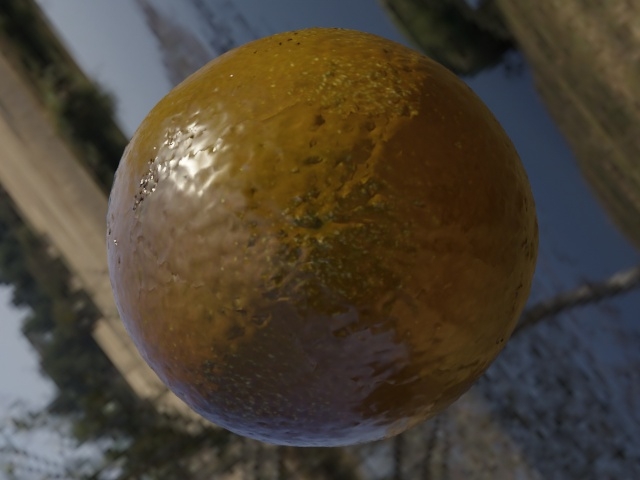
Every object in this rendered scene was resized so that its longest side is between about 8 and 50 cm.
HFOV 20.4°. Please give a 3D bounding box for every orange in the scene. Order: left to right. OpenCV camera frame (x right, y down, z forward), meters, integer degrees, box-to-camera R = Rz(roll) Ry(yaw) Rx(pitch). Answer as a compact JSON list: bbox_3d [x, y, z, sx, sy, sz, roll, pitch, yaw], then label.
[{"bbox_3d":[0.000,0.000,1.107,0.274,0.274,0.274,51,174,7],"label":"orange"}]
